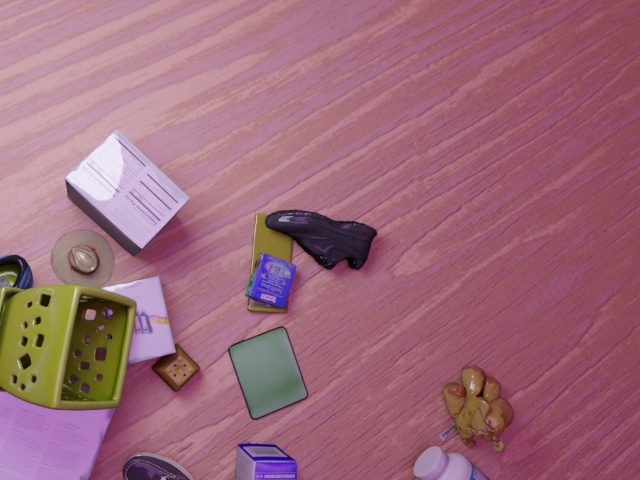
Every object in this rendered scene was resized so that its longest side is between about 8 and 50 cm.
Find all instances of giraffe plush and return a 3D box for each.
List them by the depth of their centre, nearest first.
[{"bbox_3d":[0.407,0.434,1.798,0.181,0.170,0.210,39,75,-12],"label":"giraffe plush"}]

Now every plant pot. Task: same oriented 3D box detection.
[{"bbox_3d":[-0.513,0.202,1.389,0.207,0.228,0.227,3,78,17],"label":"plant pot"},{"bbox_3d":[-0.321,0.290,1.618,0.081,0.083,0.081,-44,100,-16],"label":"plant pot"}]

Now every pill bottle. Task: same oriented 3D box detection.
[{"bbox_3d":[0.352,0.629,1.778,0.264,0.146,0.146,44,75,-10],"label":"pill bottle"}]

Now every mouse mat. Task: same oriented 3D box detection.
[{"bbox_3d":[-0.125,0.316,1.721,0.153,0.007,0.189,-19,91,-19],"label":"mouse mat"}]

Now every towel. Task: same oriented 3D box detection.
[{"bbox_3d":[-0.120,0.056,1.738,0.102,0.021,0.237,7,83,-23],"label":"towel"}]

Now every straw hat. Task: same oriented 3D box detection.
[{"bbox_3d":[-0.522,0.042,1.585,0.145,0.061,0.144,1,86,-18],"label":"straw hat"}]

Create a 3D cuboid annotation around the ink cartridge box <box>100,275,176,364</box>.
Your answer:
[{"bbox_3d":[-0.403,0.175,1.577,0.127,0.128,0.176,-11,90,-19],"label":"ink cartridge box"}]

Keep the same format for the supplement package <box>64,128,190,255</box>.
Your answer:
[{"bbox_3d":[-0.414,-0.091,1.524,0.204,0.262,0.145,44,75,-10],"label":"supplement package"}]

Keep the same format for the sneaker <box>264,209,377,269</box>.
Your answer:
[{"bbox_3d":[0.000,0.000,1.733,0.286,0.109,0.130,13,90,-19],"label":"sneaker"}]

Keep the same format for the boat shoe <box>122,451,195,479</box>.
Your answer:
[{"bbox_3d":[-0.314,0.572,1.578,0.285,0.092,0.103,39,88,-3],"label":"boat shoe"}]

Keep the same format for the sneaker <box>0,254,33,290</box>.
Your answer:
[{"bbox_3d":[-0.708,0.133,1.401,0.130,0.147,0.330,42,57,-1],"label":"sneaker"}]

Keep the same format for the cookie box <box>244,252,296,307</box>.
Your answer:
[{"bbox_3d":[-0.118,0.095,1.701,0.092,0.040,0.107,22,77,-20],"label":"cookie box"}]

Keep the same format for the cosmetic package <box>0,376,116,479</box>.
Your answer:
[{"bbox_3d":[-0.649,0.396,1.496,0.377,0.097,0.284,23,79,-15],"label":"cosmetic package"}]

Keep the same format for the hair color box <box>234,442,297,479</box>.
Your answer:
[{"bbox_3d":[-0.133,0.642,1.598,0.110,0.185,0.338,7,84,-18],"label":"hair color box"}]
